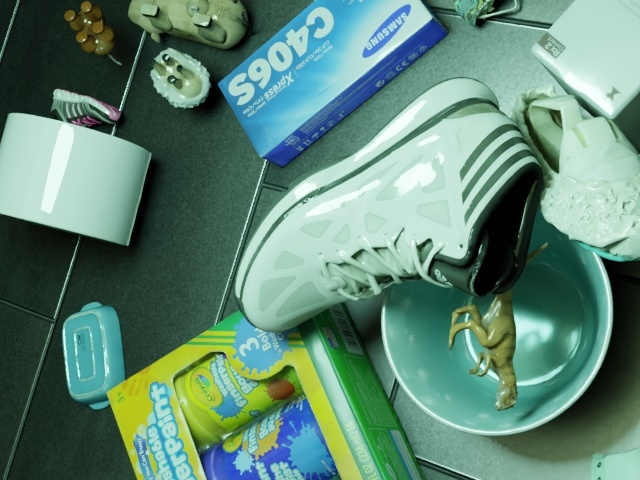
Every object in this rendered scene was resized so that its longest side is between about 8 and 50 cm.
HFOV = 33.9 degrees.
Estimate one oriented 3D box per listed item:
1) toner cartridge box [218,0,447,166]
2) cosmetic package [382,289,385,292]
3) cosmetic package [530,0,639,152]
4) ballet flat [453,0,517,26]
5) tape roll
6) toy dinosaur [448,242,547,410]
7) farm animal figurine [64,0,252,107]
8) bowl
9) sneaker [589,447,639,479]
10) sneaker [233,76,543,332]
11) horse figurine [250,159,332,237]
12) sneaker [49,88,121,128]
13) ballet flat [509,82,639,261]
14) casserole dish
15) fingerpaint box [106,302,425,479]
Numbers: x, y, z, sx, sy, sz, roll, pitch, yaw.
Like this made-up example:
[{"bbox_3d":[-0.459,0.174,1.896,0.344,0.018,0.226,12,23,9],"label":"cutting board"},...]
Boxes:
[{"bbox_3d":[0.014,-0.289,1.671,0.348,0.075,0.165,-38,67,16],"label":"toner cartridge box"},{"bbox_3d":[0.144,-0.031,1.517,0.117,0.085,0.231,40,92,13],"label":"cosmetic package"},{"bbox_3d":[0.404,-0.237,1.396,0.151,0.184,0.151,-48,64,11],"label":"cosmetic package"},{"bbox_3d":[0.290,-0.382,1.562,0.188,0.070,0.070,-29,68,22],"label":"ballet flat"},{"bbox_3d":[-0.426,-0.101,1.766,0.246,0.246,0.169,11,86,29],"label":"tape roll"},{"bbox_3d":[0.221,0.104,1.320,0.112,0.064,0.211,4,91,10],"label":"toy dinosaur"},{"bbox_3d":[-0.253,-0.420,1.795,0.327,0.172,0.330,31,87,16],"label":"farm animal figurine"},{"bbox_3d":[0.254,0.108,1.419,0.312,0.163,0.311,-6,77,26],"label":"bowl"},{"bbox_3d":[0.361,0.368,1.367,0.256,0.094,0.151,-40,39,31],"label":"sneaker"},{"bbox_3d":[0.083,0.009,1.316,0.447,0.169,0.257,-42,40,13],"label":"sneaker"},{"bbox_3d":[0.000,0.000,1.616,0.263,0.066,0.174,-43,77,1],"label":"horse figurine"},{"bbox_3d":[-0.429,-0.223,1.896,0.170,0.063,0.074,18,88,34],"label":"sneaker"},{"bbox_3d":[0.320,-0.104,1.320,0.147,0.147,0.409,-49,21,11],"label":"ballet flat"},{"bbox_3d":[-0.397,0.197,1.812,0.114,0.037,0.188,-17,72,23],"label":"casserole dish"},{"bbox_3d":[-0.068,0.337,1.540,0.371,0.163,0.444,-32,67,18],"label":"fingerpaint box"}]
